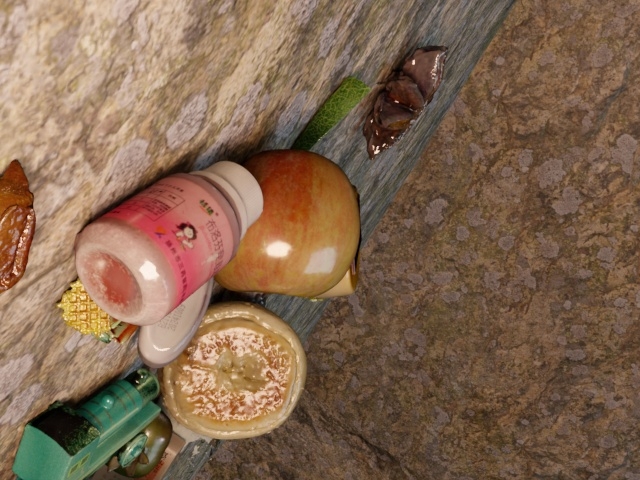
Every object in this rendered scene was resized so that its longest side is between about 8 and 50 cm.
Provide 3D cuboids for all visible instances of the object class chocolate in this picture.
[{"bbox_3d":[-0.162,0.115,1.505,0.110,0.110,0.248,-43,163,-49],"label":"chocolate"}]

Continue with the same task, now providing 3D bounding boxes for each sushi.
[{"bbox_3d":[-0.286,-0.009,0.605,0.052,0.055,0.120,-21,137,-54],"label":"sushi"}]

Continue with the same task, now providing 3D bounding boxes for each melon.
[{"bbox_3d":[-0.009,-0.213,1.333,0.261,0.053,0.114,-50,-171,-5],"label":"melon"}]

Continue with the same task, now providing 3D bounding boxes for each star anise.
[{"bbox_3d":[0.203,-0.346,1.649,0.331,0.118,0.332,-53,180,-1],"label":"star anise"}]

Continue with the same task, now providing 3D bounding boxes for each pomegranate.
[{"bbox_3d":[-0.380,0.412,1.366,0.152,0.131,0.191,-60,-178,0],"label":"pomegranate"}]

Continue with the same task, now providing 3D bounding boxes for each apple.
[{"bbox_3d":[-0.064,-0.026,1.086,0.257,0.257,0.233,7,88,-79],"label":"apple"}]

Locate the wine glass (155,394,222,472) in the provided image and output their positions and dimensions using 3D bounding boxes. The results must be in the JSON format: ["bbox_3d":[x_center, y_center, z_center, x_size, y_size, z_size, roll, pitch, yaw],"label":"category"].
[{"bbox_3d":[-0.275,0.365,1.606,0.356,0.191,0.190,-62,169,15],"label":"wine glass"}]

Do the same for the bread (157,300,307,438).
[{"bbox_3d":[-0.181,0.262,1.396,0.305,0.306,0.159,-54,-171,0],"label":"bread"}]

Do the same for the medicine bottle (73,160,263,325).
[{"bbox_3d":[-0.180,-0.009,0.856,0.247,0.147,0.147,-44,166,-47],"label":"medicine bottle"}]

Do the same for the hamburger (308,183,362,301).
[{"bbox_3d":[0.000,0.000,1.537,0.300,0.176,0.300,3,90,-81],"label":"hamburger"}]

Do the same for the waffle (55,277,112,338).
[{"bbox_3d":[-0.291,0.079,0.864,0.016,0.078,0.085,21,-101,54],"label":"waffle"}]

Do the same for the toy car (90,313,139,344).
[{"bbox_3d":[-0.294,0.100,0.946,0.073,0.054,0.143,-49,170,-24],"label":"toy car"}]

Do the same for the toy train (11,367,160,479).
[{"bbox_3d":[-0.384,0.329,1.144,0.194,0.120,0.298,-64,168,24],"label":"toy train"}]

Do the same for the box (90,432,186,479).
[{"bbox_3d":[-0.413,0.501,1.526,0.201,0.141,0.058,-56,176,16],"label":"box"}]

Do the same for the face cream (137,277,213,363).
[{"bbox_3d":[-0.234,0.122,1.065,0.163,0.080,0.337,-68,-171,-17],"label":"face cream"}]
